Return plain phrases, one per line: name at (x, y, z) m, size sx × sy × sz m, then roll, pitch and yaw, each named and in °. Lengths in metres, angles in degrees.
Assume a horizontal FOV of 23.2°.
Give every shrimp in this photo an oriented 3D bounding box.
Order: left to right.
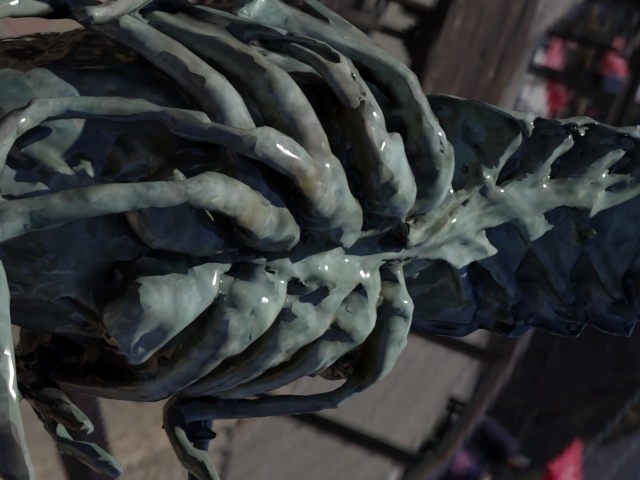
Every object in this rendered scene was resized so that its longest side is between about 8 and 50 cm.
shrimp at (-0.004, -0.002, 0.489) m, size 0.410 × 0.166 × 0.221 m, roll 1°, pitch 113°, yaw -33°
